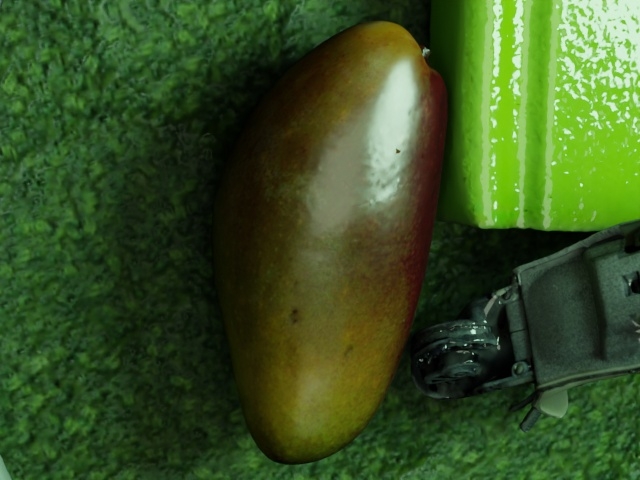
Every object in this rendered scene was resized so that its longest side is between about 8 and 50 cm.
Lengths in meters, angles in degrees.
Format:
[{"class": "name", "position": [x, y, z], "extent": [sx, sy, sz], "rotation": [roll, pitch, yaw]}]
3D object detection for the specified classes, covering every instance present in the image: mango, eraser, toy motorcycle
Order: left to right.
[{"class": "mango", "position": [0.000, 0.000, 1.072], "extent": [0.133, 0.111, 0.267], "rotation": [3, 103, -35]}, {"class": "eraser", "position": [0.169, -0.136, 1.103], "extent": [0.210, 0.092, 0.274], "rotation": [0, 103, -17]}, {"class": "toy motorcycle", "position": [0.182, 0.049, 1.098], "extent": [0.263, 0.091, 0.157], "rotation": [-20, 157, 23]}]

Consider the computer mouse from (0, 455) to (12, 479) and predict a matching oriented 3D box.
[{"class": "computer mouse", "position": [-0.232, 0.086, 1.017], "extent": [0.079, 0.128, 0.231], "rotation": [-27, 107, -10]}]

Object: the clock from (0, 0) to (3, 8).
[{"class": "clock", "position": [-0.300, -0.149, 0.933], "extent": [0.273, 0.049, 0.278], "rotation": [22, 73, -22]}]
